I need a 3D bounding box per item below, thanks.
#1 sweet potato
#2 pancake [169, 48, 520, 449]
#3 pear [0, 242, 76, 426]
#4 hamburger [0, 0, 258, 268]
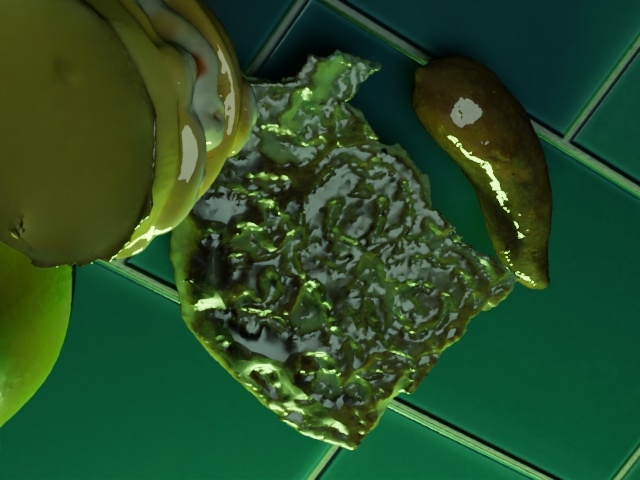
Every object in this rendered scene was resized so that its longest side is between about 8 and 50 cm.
[{"bbox_3d":[0.180,-0.072,1.927,0.097,0.097,0.292,-32,122,1],"label":"sweet potato"},{"bbox_3d":[-0.004,0.004,1.917,0.305,0.067,0.427,-33,116,6],"label":"pancake"},{"bbox_3d":[-0.406,0.079,1.774,0.399,0.165,0.399,-8,119,-14],"label":"pear"},{"bbox_3d":[-0.189,-0.126,1.694,0.276,0.237,0.276,9,111,25],"label":"hamburger"}]
